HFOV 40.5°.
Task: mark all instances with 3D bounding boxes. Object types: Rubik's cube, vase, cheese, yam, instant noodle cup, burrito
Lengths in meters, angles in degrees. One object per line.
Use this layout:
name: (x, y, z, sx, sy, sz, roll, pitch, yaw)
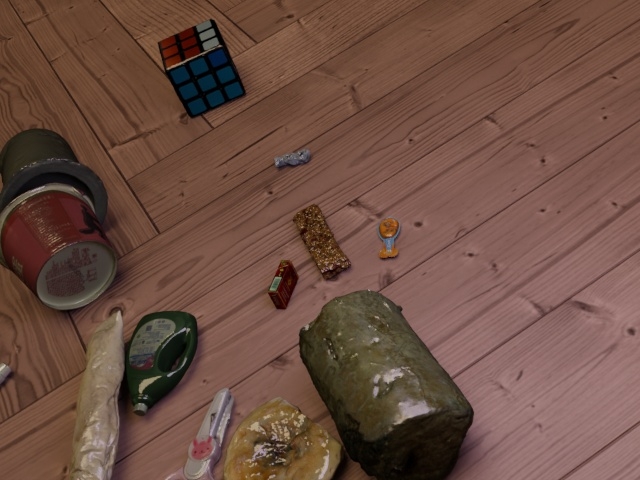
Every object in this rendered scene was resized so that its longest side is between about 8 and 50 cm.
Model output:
Rubik's cube: (-0.303, -0.439, 2.205, 0.161, 0.162, 0.163, -24, 41, 1)
vase: (-0.640, -0.138, 2.015, 0.245, 0.245, 0.291, -30, 38, -6)
cheese: (0.133, -0.007, 1.687, 0.047, 0.017, 0.111, -12, 44, 17)
yam: (0.102, 0.234, 1.336, 0.195, 0.195, 0.300, -28, 42, -4)
instant noodle cup: (-0.547, 0.023, 1.821, 0.235, 0.234, 0.178, -36, 52, -13)
burrito: (-0.399, 0.303, 1.558, 0.076, 0.117, 0.392, 15, 43, -20)

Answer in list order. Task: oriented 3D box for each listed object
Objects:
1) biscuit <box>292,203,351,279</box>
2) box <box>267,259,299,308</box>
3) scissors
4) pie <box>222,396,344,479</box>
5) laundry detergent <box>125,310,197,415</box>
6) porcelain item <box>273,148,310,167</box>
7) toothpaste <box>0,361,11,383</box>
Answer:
biscuit: (0.000, 0.000, 1.725, 0.064, 0.034, 0.199, -27, 42, -1)
box: (-0.071, 0.084, 1.660, 0.023, 0.051, 0.082, 2, 49, 24)
scissors: (-0.197, 0.359, 1.459, 0.118, 0.030, 0.242, 0, 52, 24)
pie: (-0.069, 0.355, 1.393, 0.218, 0.052, 0.185, 23, 65, 41)
laundry detergent: (-0.301, 0.229, 1.612, 0.137, 0.063, 0.210, -6, 45, 14)
porcelain item: (-0.062, -0.184, 1.941, 0.083, 0.028, 0.036, -16, 41, 8)
toothpaste: (-0.702, 0.329, 1.717, 0.052, 0.033, 0.218, 23, 62, 43)
